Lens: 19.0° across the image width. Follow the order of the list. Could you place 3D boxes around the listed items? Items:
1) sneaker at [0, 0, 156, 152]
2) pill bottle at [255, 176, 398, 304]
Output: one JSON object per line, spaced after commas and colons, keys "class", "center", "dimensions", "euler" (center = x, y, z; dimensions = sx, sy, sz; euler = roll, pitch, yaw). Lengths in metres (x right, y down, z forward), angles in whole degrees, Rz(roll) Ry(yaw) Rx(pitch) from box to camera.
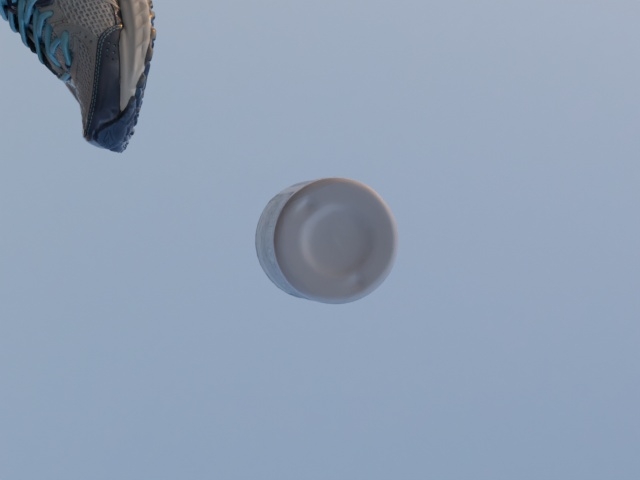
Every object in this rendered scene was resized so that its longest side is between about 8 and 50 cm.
{"class": "sneaker", "center": [-0.202, -0.177, 1.456], "dimensions": [0.110, 0.122, 0.283], "euler": [113, -30, -45]}
{"class": "pill bottle", "center": [0.000, 0.000, 1.214], "dimensions": [0.078, 0.078, 0.137], "euler": [-47, -174, -5]}
